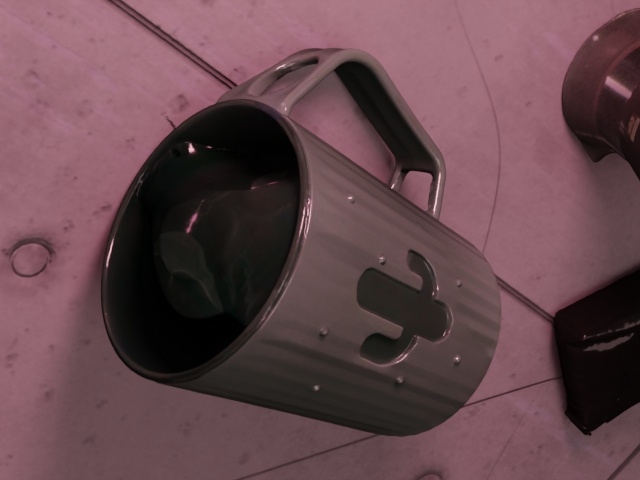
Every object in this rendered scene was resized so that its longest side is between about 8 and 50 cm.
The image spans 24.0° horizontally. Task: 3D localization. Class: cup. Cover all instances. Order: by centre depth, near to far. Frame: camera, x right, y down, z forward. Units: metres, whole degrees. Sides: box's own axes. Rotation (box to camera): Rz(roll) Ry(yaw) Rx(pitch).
[{"bbox_3d":[0.010,0.015,1.677,0.392,0.310,0.401,25,108,-42],"label":"cup"}]

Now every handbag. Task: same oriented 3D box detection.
[{"bbox_3d":[0.453,0.150,2.127,0.246,0.080,0.223,-25,128,-11],"label":"handbag"}]

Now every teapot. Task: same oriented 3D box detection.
[{"bbox_3d":[0.465,-0.143,1.779,0.253,0.344,0.300,8,115,-32],"label":"teapot"}]
